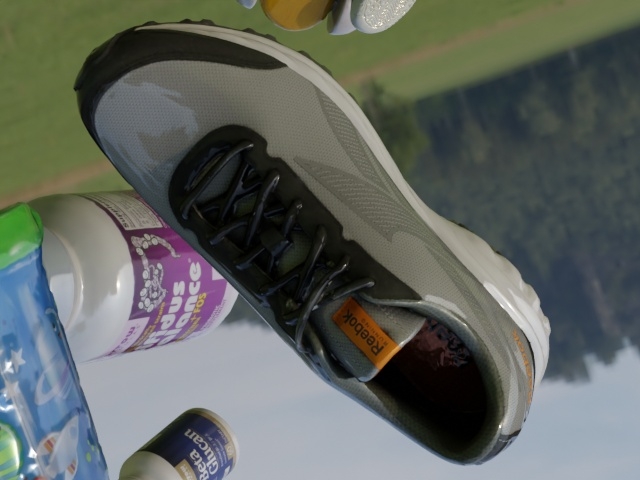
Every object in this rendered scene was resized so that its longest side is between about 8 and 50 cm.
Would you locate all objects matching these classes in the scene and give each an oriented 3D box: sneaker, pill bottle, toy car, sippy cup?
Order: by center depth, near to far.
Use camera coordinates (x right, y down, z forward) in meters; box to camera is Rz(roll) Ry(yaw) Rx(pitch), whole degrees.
[{"bbox_3d":[0.000,0.000,0.792,0.100,0.271,0.108,-46,-170,23],"label":"sneaker"},{"bbox_3d":[-0.266,0.120,1.211,0.305,0.224,0.240,-30,-173,-40],"label":"sippy cup"},{"bbox_3d":[0.055,-0.260,1.538,0.058,0.152,0.084,26,180,-41],"label":"sneaker"},{"bbox_3d":[-0.221,0.035,1.693,0.169,0.169,0.301,-16,176,30],"label":"pill bottle"},{"bbox_3d":[-0.008,-0.325,1.889,0.136,0.159,0.182,-87,-161,-45],"label":"toy car"},{"bbox_3d":[-0.179,0.277,2.031,0.094,0.094,0.169,-14,-164,40],"label":"pill bottle"}]
